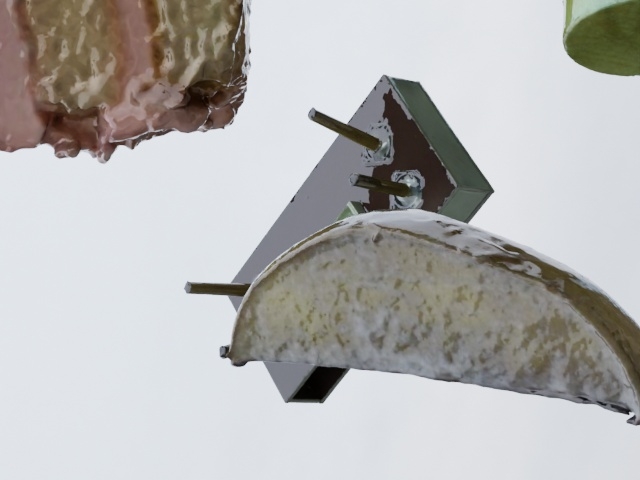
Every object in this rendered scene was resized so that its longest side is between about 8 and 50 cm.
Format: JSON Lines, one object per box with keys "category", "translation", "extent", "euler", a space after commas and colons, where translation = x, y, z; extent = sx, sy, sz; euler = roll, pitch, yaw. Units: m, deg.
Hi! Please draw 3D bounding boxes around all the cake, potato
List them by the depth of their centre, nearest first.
{"category": "potato", "translation": [0.078, 0.021, 1.078], "extent": [0.120, 0.261, 0.100], "euler": [-45, -45, -54]}
{"category": "cake", "translation": [-0.215, -0.226, 1.776], "extent": [0.314, 0.306, 0.293], "euler": [-95, 2, -81]}

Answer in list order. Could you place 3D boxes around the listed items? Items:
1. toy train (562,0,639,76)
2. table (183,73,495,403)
{"category": "toy train", "translation": [0.246, -0.232, 1.253], "extent": [0.126, 0.189, 0.307], "euler": [30, -127, -38]}
{"category": "table", "translation": [0.000, 0.000, 1.449], "extent": [0.111, 0.121, 0.240], "euler": [6, -48, -43]}
